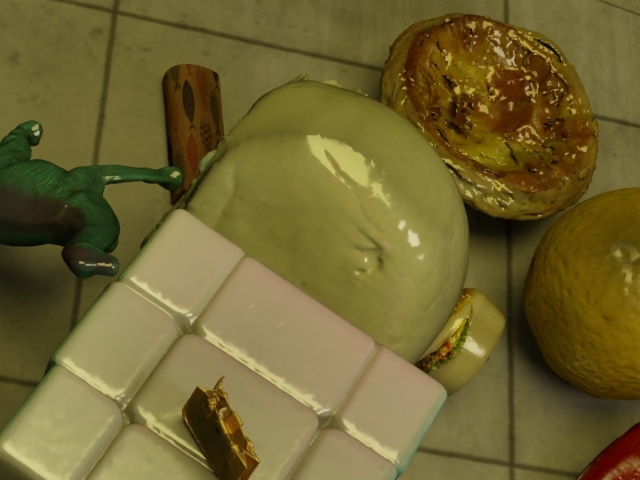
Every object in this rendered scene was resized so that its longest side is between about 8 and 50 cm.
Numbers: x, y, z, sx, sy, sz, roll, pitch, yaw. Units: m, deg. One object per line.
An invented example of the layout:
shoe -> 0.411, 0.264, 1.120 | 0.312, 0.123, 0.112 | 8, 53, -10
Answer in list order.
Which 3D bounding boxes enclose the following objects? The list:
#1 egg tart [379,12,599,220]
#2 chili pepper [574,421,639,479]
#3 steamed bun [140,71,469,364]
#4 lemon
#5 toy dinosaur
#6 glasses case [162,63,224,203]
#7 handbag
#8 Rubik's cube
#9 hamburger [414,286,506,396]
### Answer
egg tart -> 0.195, -0.139, 2.100 | 0.290, 0.115, 0.290 | 10, 58, -16
chili pepper -> 0.367, 0.261, 1.914 | 0.134, 0.131, 0.338 | 28, 56, 29
steamed bun -> 0.000, 0.000, 1.849 | 0.312, 0.334, 0.233 | 45, 33, -8
lemon -> 0.344, 0.054, 1.954 | 0.228, 0.253, 0.228 | 6, 48, -6
toy dinosaur -> -0.316, -0.032, 1.710 | 0.383, 0.129, 0.331 | 9, 12, 16
glasses case -> -0.142, -0.121, 2.016 | 0.064, 0.041, 0.170 | 4, 59, -18
handbag -> -0.081, 0.163, 1.474 | 0.027, 0.061, 0.083 | -19, 68, -29
Rubik's cube -> -0.123, 0.226, 1.652 | 0.319, 0.322, 0.316 | 34, 54, 1
hamburger -> 0.139, 0.111, 1.925 | 0.081, 0.126, 0.141 | 37, 53, -6
